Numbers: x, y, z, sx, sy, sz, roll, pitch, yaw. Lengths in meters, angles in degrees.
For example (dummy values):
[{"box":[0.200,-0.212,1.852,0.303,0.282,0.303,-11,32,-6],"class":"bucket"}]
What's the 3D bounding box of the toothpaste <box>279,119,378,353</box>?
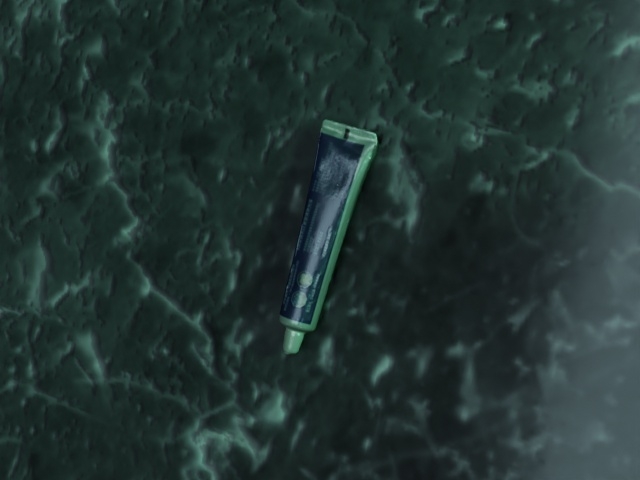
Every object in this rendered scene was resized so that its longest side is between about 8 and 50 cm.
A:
[{"box":[0.000,0.000,0.769,0.037,0.021,0.140,17,94,19],"class":"toothpaste"}]
